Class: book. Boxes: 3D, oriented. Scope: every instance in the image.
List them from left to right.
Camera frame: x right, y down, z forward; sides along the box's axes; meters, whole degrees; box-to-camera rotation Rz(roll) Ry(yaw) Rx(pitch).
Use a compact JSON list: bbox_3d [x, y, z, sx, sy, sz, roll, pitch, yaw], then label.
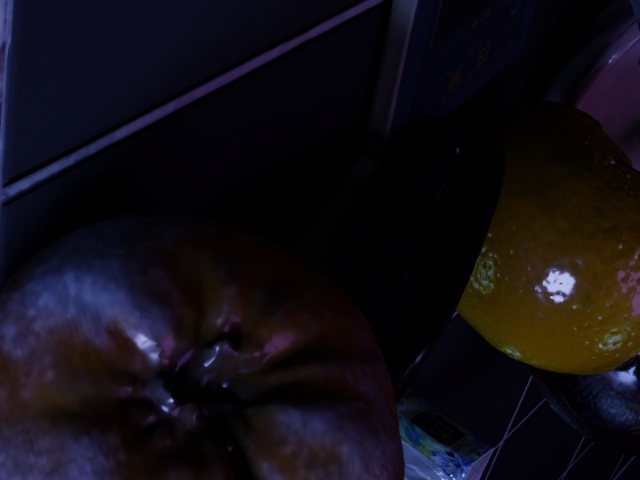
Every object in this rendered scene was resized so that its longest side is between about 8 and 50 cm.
[{"bbox_3d":[0.110,-0.194,0.925,0.191,0.025,0.269,-39,153,-36],"label":"book"}]

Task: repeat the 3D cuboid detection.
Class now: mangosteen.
[{"bbox_3d":[0.374,0.077,1.508,0.330,0.330,0.330,-44,156,-26],"label":"mangosteen"}]

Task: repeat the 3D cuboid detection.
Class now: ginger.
[{"bbox_3d":[0.000,0.001,0.961,0.137,0.044,0.057,-57,140,0],"label":"ginger"}]

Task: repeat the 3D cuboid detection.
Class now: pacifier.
[{"bbox_3d":[0.325,-0.107,1.254,0.332,0.273,0.220,79,32,-61],"label":"pacifier"}]

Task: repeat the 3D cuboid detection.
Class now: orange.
[{"bbox_3d":[0.169,-0.005,1.076,0.158,0.237,0.179,8,126,-39],"label":"orange"}]

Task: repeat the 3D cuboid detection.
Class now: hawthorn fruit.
[{"bbox_3d":[-0.068,0.117,0.713,0.231,0.235,0.263,-26,139,0],"label":"hawthorn fruit"}]

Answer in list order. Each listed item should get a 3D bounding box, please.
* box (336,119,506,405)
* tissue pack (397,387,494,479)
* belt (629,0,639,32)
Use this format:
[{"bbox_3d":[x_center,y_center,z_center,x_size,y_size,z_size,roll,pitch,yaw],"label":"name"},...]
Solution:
[{"bbox_3d":[0.021,0.079,0.947,0.289,0.073,0.290,-59,180,34],"label":"box"},{"bbox_3d":[0.101,0.220,1.393,0.079,0.111,0.085,-23,141,-52],"label":"tissue pack"},{"bbox_3d":[0.241,-0.205,1.029,0.071,0.053,0.232,-35,132,10],"label":"belt"}]
